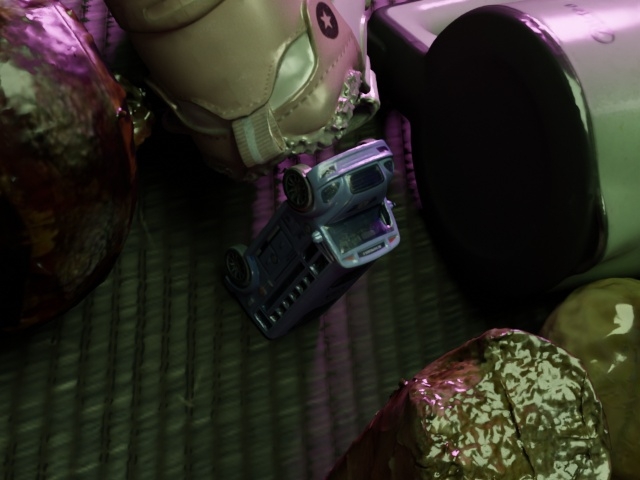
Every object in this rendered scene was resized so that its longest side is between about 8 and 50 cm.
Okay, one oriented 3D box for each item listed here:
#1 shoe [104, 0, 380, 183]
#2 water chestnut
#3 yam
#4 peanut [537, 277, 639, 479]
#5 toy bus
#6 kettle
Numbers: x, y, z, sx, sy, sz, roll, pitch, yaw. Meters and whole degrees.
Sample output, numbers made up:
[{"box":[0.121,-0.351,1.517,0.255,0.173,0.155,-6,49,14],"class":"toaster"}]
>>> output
[{"box":[-0.042,-0.158,0.946,0.198,0.172,0.351,65,24,-7],"class":"shoe"},{"box":[-0.200,-0.061,0.786,0.238,0.223,0.223,-31,76,-31],"class":"water chestnut"},{"box":[0.082,0.152,0.773,0.129,0.238,0.128,9,62,-12],"class":"yam"},{"box":[0.208,0.104,0.922,0.141,0.159,0.109,5,10,-45],"class":"peanut"},{"box":[0.000,0.000,0.870,0.073,0.167,0.076,-23,75,-35],"class":"toy bus"},{"box":[0.254,-0.125,1.058,0.377,0.250,0.361,-11,44,-29],"class":"kettle"}]
